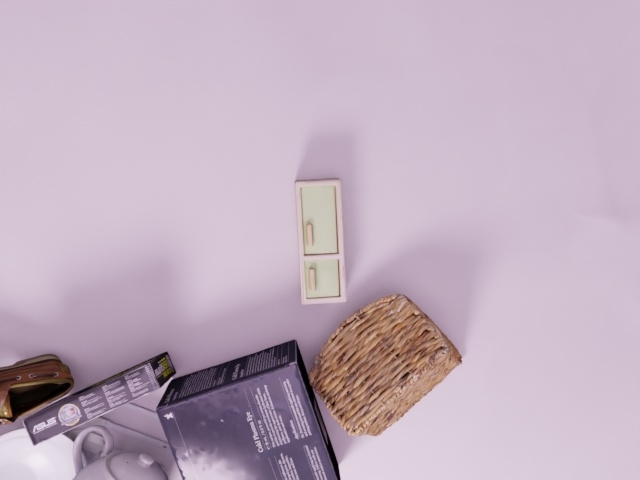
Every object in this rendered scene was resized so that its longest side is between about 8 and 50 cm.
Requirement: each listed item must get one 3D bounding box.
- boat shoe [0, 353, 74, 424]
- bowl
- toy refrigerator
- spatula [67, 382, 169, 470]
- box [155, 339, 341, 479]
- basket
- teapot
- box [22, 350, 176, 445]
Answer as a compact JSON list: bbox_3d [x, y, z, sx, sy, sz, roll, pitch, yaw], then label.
[{"bbox_3d":[-0.678,0.331,1.323,0.307,0.104,0.110,-23,125,-35],"label":"boat shoe"},{"bbox_3d":[-0.675,0.564,1.394,0.134,0.298,0.297,-14,101,44],"label":"bowl"},{"bbox_3d":[0.000,0.000,1.396,0.102,0.094,0.269,-3,98,-2],"label":"toy refrigerator"},{"bbox_3d":[-0.456,0.443,1.475,0.242,0.019,0.168,23,95,-5],"label":"spatula"},{"bbox_3d":[-0.148,0.443,1.407,0.313,0.179,0.343,-18,98,-1],"label":"box"},{"bbox_3d":[0.140,0.279,1.441,0.299,0.223,0.213,-44,64,4],"label":"basket"},{"bbox_3d":[-0.422,0.542,1.364,0.256,0.252,0.187,26,93,-20],"label":"teapot"},{"bbox_3d":[-0.457,0.329,1.345,0.270,0.216,0.060,-24,88,-5],"label":"box"}]
